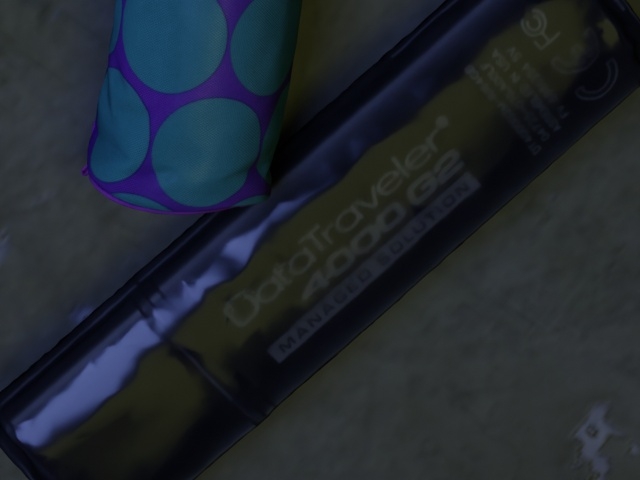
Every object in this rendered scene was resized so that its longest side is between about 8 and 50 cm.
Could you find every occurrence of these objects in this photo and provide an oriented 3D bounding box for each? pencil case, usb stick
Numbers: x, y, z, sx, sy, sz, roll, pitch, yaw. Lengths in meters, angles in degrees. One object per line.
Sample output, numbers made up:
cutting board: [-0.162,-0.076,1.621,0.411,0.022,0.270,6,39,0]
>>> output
pencil case: [-0.041,-0.084,0.560,0.070,0.064,0.152,14,114,16]
usb stick: [0.000,0.000,0.626,0.278,0.045,0.077,-41,112,2]
